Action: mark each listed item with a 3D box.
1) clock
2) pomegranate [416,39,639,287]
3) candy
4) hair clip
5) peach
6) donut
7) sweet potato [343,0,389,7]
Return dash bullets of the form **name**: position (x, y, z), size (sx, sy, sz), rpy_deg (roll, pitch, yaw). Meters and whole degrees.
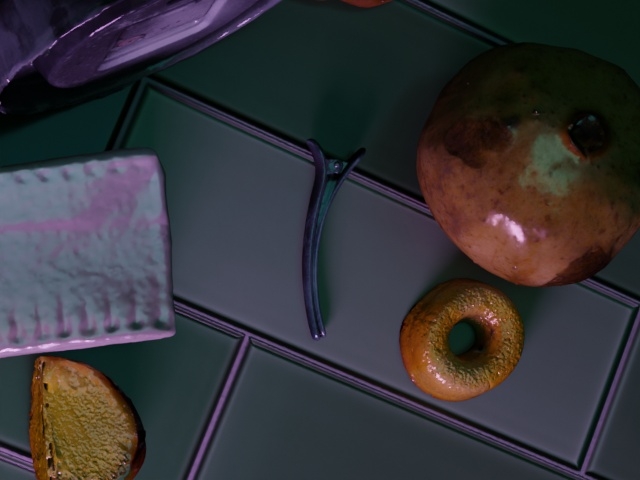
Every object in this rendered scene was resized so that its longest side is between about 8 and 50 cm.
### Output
- **clock**: position (-0.173, -0.248, 1.657), size (0.386, 0.386, 0.076), rpy_deg (-27, 87, -15)
- **pomegranate**: position (0.245, -0.083, 1.826), size (0.281, 0.281, 0.281), rpy_deg (1, 86, -15)
- **candy**: position (-0.337, 0.022, 1.715), size (0.359, 0.145, 0.208), rpy_deg (-8, 90, -15)
- **hair clip**: position (0.000, 0.000, 1.870), size (0.070, 0.039, 0.229), rpy_deg (10, 89, -14)
- **peach**: position (-0.265, 0.206, 1.752), size (0.127, 0.092, 0.172), rpy_deg (-29, 83, -20)
- **donut**: position (0.170, 0.117, 1.896), size (0.152, 0.058, 0.152), rpy_deg (2, 85, -17)
- **sweet potato**: position (0.029, -0.294, 1.888), size (0.179, 0.044, 0.044), rpy_deg (-1, 87, -16)
